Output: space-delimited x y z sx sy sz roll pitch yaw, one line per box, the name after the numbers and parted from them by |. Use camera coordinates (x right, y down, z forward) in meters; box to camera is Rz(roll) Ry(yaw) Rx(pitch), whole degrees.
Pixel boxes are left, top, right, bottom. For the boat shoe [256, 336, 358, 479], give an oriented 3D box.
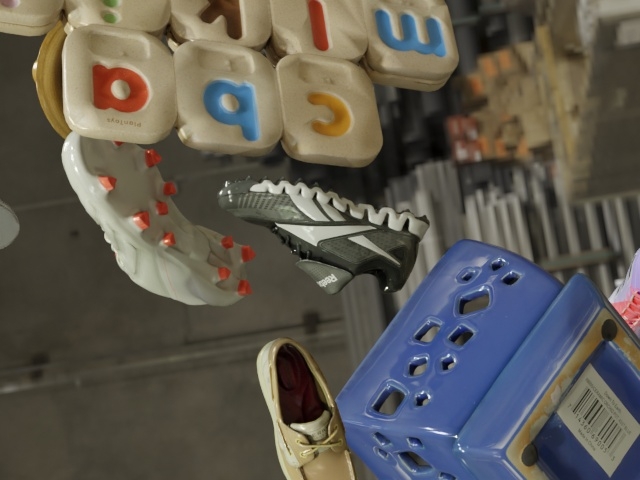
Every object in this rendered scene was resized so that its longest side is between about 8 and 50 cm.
-0.009 0.131 0.963 0.135 0.050 0.045 65 167 9 | boat shoe

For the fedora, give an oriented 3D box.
-0.294 -0.202 1.737 0.194 0.079 0.194 -10 -77 -50 | fedora

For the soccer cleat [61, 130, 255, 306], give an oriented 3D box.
-0.119 -0.007 0.931 0.196 0.076 0.068 45 -137 -46 | soccer cleat

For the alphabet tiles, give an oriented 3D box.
-0.062 -0.158 0.785 0.021 0.284 0.278 121 148 -49 | alphabet tiles

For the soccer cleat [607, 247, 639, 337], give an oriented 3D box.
0.395 0.076 1.721 0.083 0.095 0.248 44 170 13 | soccer cleat

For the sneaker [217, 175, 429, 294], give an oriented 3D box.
0.000 0.000 1.468 0.078 0.234 0.106 156 126 -70 | sneaker

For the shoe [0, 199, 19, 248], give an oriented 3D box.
-0.386 -0.043 1.363 0.081 0.178 0.063 48 117 50 | shoe

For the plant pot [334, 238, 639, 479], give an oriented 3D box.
0.188 0.161 1.268 0.236 0.236 0.212 49 159 -24 | plant pot
